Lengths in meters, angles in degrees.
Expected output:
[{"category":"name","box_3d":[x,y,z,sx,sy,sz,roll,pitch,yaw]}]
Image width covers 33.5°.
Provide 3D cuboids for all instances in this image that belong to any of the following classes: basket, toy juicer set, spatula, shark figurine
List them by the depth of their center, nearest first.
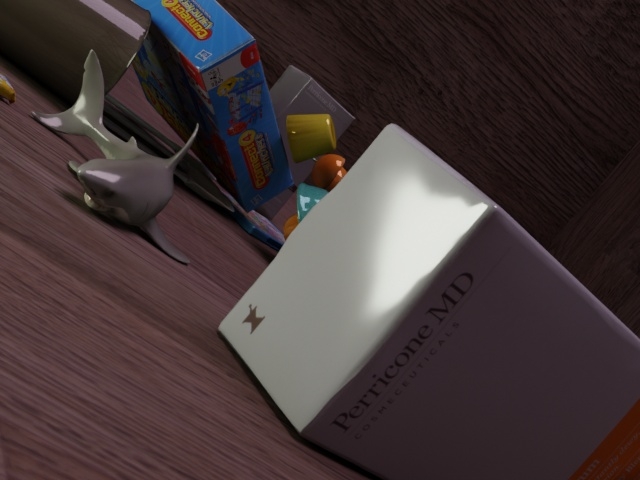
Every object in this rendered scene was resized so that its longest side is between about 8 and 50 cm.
[{"category":"shark figurine","box_3d":[-0.174,-0.087,1.045,0.166,0.116,0.278,39,7,-31]},{"category":"basket","box_3d":[-0.347,-0.284,1.295,0.227,0.154,0.204,34,-4,-25]},{"category":"toy juicer set","box_3d":[0.000,0.000,1.505,0.209,0.089,0.329,62,21,-65]},{"category":"spatula","box_3d":[-0.226,-0.134,1.512,0.242,0.019,0.168,38,13,-27]}]

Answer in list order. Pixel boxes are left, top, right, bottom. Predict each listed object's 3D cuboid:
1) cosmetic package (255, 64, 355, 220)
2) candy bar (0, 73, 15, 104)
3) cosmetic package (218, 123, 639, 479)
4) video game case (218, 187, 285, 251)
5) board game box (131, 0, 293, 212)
[{"category":"cosmetic package","box_3d":[-0.069,-0.171,1.853,0.127,0.238,0.107,36,6,-34]},{"category":"candy bar","box_3d":[-0.346,-0.171,1.007,0.040,0.018,0.161,47,7,27]},{"category":"cosmetic package","box_3d":[0.155,0.121,0.965,0.453,0.230,0.161,35,7,-41]},{"category":"video game case","box_3d":[-0.095,-0.023,1.631,0.119,0.015,0.166,43,5,34]},{"category":"board game box","box_3d":[-0.179,-0.238,1.503,0.308,0.086,0.302,47,-16,33]}]
